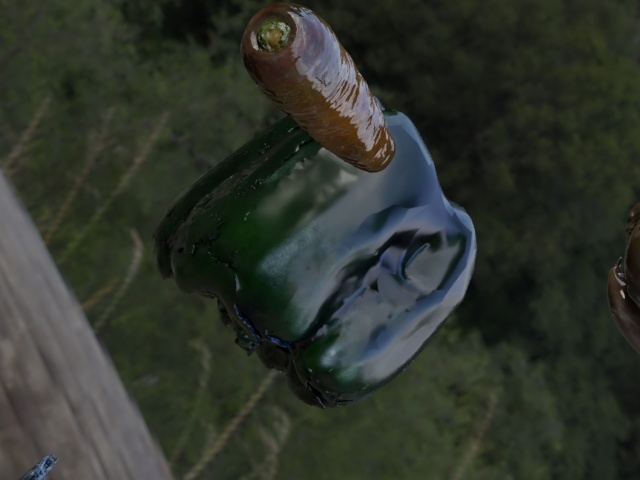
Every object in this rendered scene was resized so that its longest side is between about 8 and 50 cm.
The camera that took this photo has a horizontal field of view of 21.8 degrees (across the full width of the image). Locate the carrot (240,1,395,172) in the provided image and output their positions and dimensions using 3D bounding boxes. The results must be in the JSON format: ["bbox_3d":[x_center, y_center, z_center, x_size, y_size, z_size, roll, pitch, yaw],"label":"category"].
[{"bbox_3d":[0.009,-0.069,0.839,0.191,0.047,0.047,39,32,-65],"label":"carrot"}]

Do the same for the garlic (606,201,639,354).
[{"bbox_3d":[0.342,0.022,1.332,0.191,0.214,0.160,50,-14,5],"label":"garlic"}]

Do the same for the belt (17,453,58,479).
[{"bbox_3d":[-0.249,0.288,1.365,0.122,0.128,0.218,46,13,-7],"label":"belt"}]

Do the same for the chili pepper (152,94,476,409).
[{"bbox_3d":[0.000,0.000,1.502,0.233,0.257,0.248,42,-8,46],"label":"chili pepper"}]
